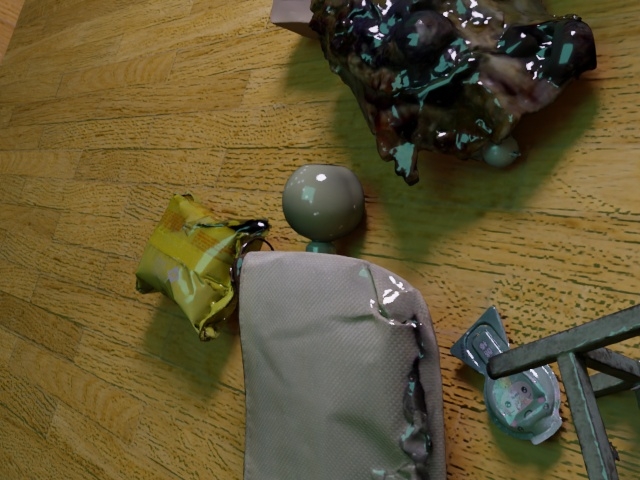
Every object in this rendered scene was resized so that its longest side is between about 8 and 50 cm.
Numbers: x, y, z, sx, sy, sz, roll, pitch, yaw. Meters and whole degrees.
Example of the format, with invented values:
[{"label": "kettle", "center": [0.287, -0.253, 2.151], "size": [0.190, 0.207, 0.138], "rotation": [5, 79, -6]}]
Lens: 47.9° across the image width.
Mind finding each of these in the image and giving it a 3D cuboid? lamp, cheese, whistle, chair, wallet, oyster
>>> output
[{"label": "lamp", "center": [0.000, 0.000, 0.784], "size": [0.091, 0.091, 0.164], "rotation": [6, 92, 48]}, {"label": "cheese", "center": [0.157, 0.115, 0.599], "size": [0.067, 0.026, 0.121], "rotation": [-50, 43, 18]}, {"label": "whistle", "center": [0.152, -0.093, 0.692], "size": [0.100, 0.035, 0.035], "rotation": [29, 94, 50]}, {"label": "chair", "center": [0.254, 0.104, 0.417], "size": [0.270, 0.136, 0.147], "rotation": [-29, 54, 37]}, {"label": "wallet", "center": [0.004, 0.159, 0.683], "size": [0.274, 0.068, 0.336], "rotation": [-4, 86, 48]}, {"label": "oyster", "center": [0.104, -0.232, 0.720], "size": [0.221, 0.096, 0.361], "rotation": [-29, 55, 5]}]

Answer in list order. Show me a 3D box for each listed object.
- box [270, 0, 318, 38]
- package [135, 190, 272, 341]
[{"label": "box", "center": [-0.005, -0.296, 0.916], "size": [0.122, 0.089, 0.062], "rotation": [23, 99, 49]}, {"label": "package", "center": [-0.159, 0.022, 0.929], "size": [0.226, 0.090, 0.168], "rotation": [25, 88, 46]}]
